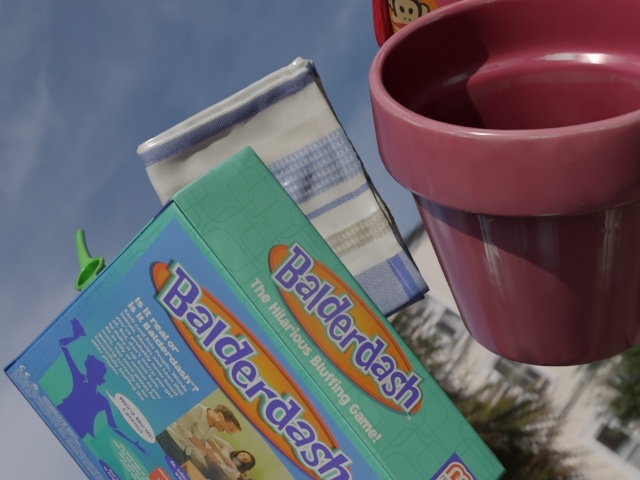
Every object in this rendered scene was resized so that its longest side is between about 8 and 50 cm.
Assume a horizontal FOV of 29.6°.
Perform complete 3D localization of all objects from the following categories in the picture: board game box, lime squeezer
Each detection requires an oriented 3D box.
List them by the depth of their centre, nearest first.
[{"bbox_3d":[-0.042,0.075,0.522,0.047,0.160,0.210,-38,1,-38],"label":"board game box"},{"bbox_3d":[-0.280,0.066,1.642,0.110,0.310,0.059,5,-55,-52],"label":"lime squeezer"}]

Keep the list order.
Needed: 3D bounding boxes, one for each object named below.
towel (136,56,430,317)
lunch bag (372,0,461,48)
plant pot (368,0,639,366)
[{"bbox_3d":[-0.036,-0.022,1.241,0.209,0.285,0.034,-28,0,-8],"label":"towel"},{"bbox_3d":[0.153,-0.271,0.996,0.293,0.120,0.258,-47,-37,-36],"label":"lunch bag"},{"bbox_3d":[0.139,-0.033,0.722,0.201,0.201,0.180,-36,-51,-35],"label":"plant pot"}]
